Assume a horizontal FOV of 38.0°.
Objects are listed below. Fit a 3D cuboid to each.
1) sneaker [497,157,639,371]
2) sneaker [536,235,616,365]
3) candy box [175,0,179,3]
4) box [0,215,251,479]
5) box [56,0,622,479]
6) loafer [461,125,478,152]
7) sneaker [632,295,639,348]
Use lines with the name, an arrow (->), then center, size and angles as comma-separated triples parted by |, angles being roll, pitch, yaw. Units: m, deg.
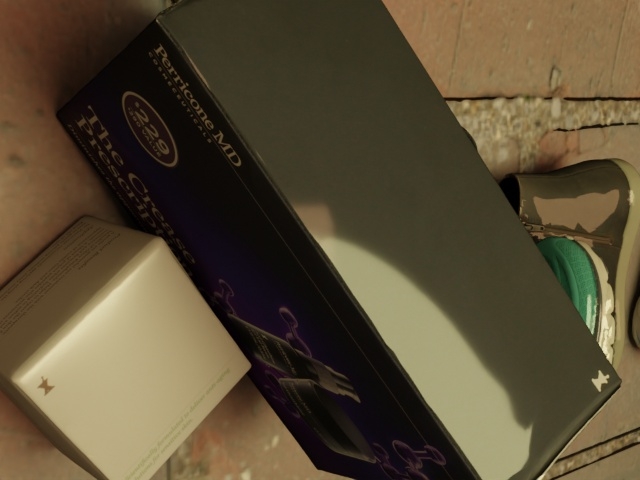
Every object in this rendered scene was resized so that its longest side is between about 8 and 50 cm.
sneaker -> 0.183, 0.041, 0.765 | 0.118, 0.083, 0.222 | -4, 109, -20
sneaker -> 0.114, 0.118, 0.668 | 0.110, 0.107, 0.275 | 24, 100, -29
candy box -> -0.036, -0.154, 0.561 | 0.105, 0.027, 0.206 | -44, 123, -22
box -> -0.115, 0.059, 0.497 | 0.101, 0.087, 0.102 | -47, 124, -23
box -> 0.000, 0.000, 0.474 | 0.103, 0.184, 0.261 | -41, 104, -27
loafer -> 0.062, 0.020, 0.643 | 0.076, 0.078, 0.223 | 34, 77, -39
sneaker -> 0.363, 0.002, 0.890 | 0.085, 0.086, 0.237 | 9, 91, -39
